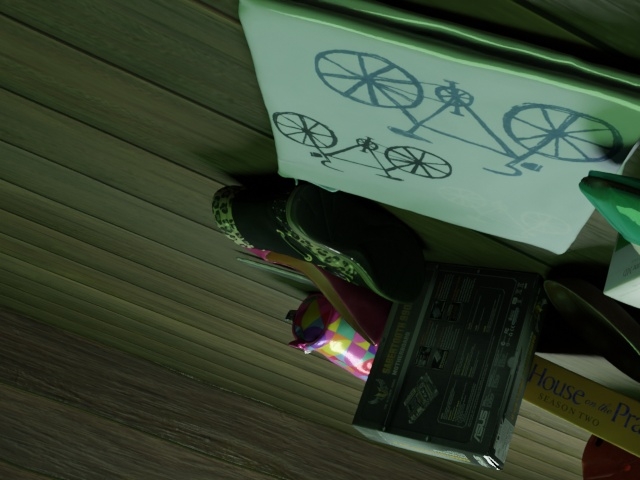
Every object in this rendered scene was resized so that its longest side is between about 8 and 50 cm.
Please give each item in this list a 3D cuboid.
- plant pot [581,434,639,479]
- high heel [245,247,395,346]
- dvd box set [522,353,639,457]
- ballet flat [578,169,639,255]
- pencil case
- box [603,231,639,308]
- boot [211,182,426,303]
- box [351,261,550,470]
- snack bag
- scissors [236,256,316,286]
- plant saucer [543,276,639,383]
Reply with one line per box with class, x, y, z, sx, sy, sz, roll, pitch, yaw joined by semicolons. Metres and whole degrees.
plant pot;0.568;0.416;1.583;0.272;0.272;0.265;3;149;40
high heel;-0.017;0.052;1.251;0.244;0.117;0.082;17;163;2
dvd box set;0.366;0.219;1.224;0.420;0.062;0.308;23;177;44
ballet flat;0.310;0.006;0.740;0.247;0.087;0.083;8;-167;-12
pencil case;0.052;0.168;1.575;0.236;0.104;0.104;31;159;-38
box;0.323;0.016;0.847;0.102;0.087;0.101;20;163;-5
boot;0.000;-0.002;1.141;0.179;0.085;0.236;6;159;47
box;0.159;0.144;1.163;0.183;0.231;0.056;5;154;35
snack bag;0.102;-0.090;0.834;0.323;0.037;0.342;16;162;9
scissors;0.022;0.068;1.438;0.297;0.021;0.109;23;165;-12
plant saucer;0.325;0.098;1.093;0.168;0.029;0.168;47;177;3
